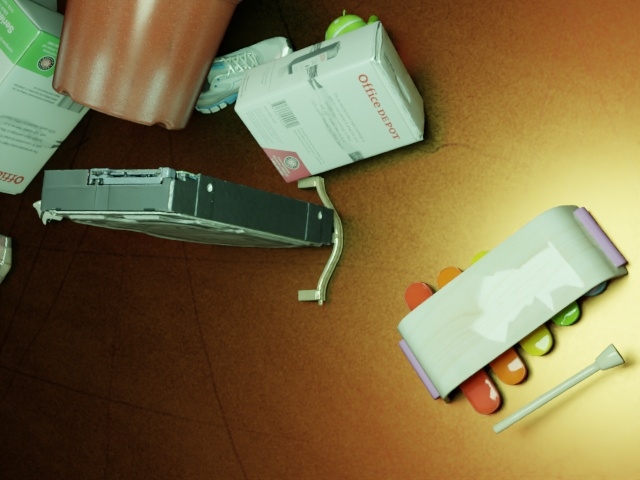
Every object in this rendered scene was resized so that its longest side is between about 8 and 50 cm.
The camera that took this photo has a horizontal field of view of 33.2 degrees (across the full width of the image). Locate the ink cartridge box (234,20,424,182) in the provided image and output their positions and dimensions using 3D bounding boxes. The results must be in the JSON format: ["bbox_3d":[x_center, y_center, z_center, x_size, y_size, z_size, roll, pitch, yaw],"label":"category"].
[{"bbox_3d":[0.016,-0.189,1.491,0.217,0.158,0.092,-15,43,24],"label":"ink cartridge box"}]

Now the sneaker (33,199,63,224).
[{"bbox_3d":[-0.417,-0.059,1.758,0.109,0.040,0.044,-19,92,25],"label":"sneaker"}]

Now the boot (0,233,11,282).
[{"bbox_3d":[-0.570,0.022,1.813,0.118,0.042,0.087,20,94,26],"label":"boot"}]

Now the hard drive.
[{"bbox_3d":[-0.171,-0.039,1.449,0.236,0.339,0.064,1,83,35],"label":"hard drive"}]

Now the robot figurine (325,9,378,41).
[{"bbox_3d":[0.052,-0.276,1.544,0.101,0.067,0.115,-47,66,26],"label":"robot figurine"}]

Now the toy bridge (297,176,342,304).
[{"bbox_3d":[0.000,0.000,1.554,0.063,0.026,0.188,-5,80,24],"label":"toy bridge"}]

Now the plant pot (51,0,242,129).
[{"bbox_3d":[-0.248,-0.311,1.518,0.272,0.272,0.265,25,103,26],"label":"plant pot"}]

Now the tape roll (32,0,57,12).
[{"bbox_3d":[-0.562,-0.392,1.848,0.219,0.072,0.219,-4,81,24],"label":"tape roll"}]

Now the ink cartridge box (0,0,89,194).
[{"bbox_3d":[-0.493,-0.228,1.714,0.289,0.211,0.121,-48,67,12],"label":"ink cartridge box"}]

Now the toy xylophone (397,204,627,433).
[{"bbox_3d":[0.250,0.108,1.390,0.322,0.081,0.236,-31,71,19],"label":"toy xylophone"}]

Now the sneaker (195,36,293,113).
[{"bbox_3d":[-0.130,-0.253,1.619,0.190,0.083,0.071,-27,71,19],"label":"sneaker"}]
